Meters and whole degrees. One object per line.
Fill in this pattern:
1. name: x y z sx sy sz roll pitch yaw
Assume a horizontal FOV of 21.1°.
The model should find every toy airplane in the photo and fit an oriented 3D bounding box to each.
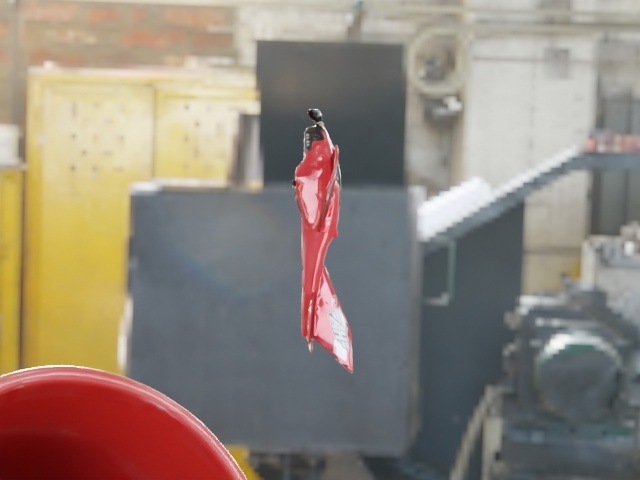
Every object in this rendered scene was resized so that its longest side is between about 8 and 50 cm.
1. toy airplane: 0.000 0.000 0.961 0.028 0.151 0.151 -3 4 0

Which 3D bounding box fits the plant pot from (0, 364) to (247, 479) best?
1. plant pot: -0.196 0.240 1.135 0.275 0.275 0.243 0 -15 -28
